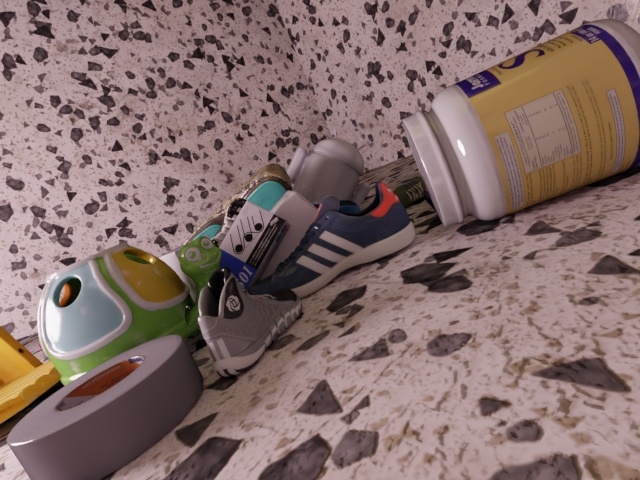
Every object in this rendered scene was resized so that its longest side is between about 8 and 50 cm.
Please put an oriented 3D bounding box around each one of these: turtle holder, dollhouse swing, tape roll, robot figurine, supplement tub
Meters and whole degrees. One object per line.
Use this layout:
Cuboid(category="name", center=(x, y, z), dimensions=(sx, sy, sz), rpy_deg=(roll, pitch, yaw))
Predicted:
Cuboid(category="turtle holder", center=(-0.338, 0.122, 0.733), dimensions=(0.320, 0.228, 0.243), rpy_deg=(-19, 10, 31))
Cuboid(category="dollhouse swing", center=(-0.721, 0.255, 0.840), dimensions=(0.305, 0.315, 0.347), rpy_deg=(-43, 6, 10))
Cuboid(category="tape roll", center=(-0.268, 0.212, 0.540), dimensions=(0.219, 0.072, 0.219), rpy_deg=(-23, 9, 4))
Cuboid(category="robot figurine", center=(0.027, -0.211, 1.478), dimensions=(0.354, 0.299, 0.200), rpy_deg=(-63, 12, 1))
Cuboid(category="supplement tub", center=(0.329, -0.176, 0.689), dimensions=(0.331, 0.241, 0.241), rpy_deg=(-22, 10, 13))

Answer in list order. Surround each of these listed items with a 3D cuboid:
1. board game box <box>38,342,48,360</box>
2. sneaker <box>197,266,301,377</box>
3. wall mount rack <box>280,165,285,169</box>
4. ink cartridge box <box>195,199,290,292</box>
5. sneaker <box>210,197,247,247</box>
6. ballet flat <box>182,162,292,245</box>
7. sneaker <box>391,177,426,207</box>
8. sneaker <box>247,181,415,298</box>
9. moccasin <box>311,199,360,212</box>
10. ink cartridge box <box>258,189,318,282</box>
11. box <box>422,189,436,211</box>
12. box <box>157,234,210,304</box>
Cuboid(category="board game box", center=(-0.527, 0.164, 1.159), dimensions=(0.390, 0.050, 0.390), rpy_deg=(-33, -2, 35))
Cuboid(category="sneaker", center=(-0.107, 0.089, 0.631), dimensions=(0.086, 0.132, 0.229), rpy_deg=(-20, 10, 22))
Cuboid(category="wall mount rack", center=(-0.165, -0.097, 1.486), dimensions=(0.304, 0.130, 0.350), rpy_deg=(-61, 12, 0))
Cuboid(category="ink cartridge box", center=(-0.156, 0.032, 0.844), dimensions=(0.207, 0.097, 0.046), rpy_deg=(-61, -14, -6))
Cuboid(category="sneaker", center=(-0.244, 0.008, 1.078), dimensions=(0.106, 0.078, 0.234), rpy_deg=(121, 172, -64))
Cuboid(category="ballet flat", center=(-0.277, -0.067, 1.344), dimensions=(0.483, 0.164, 0.182), rpy_deg=(-41, 30, 17))
Cuboid(category="sneaker", center=(0.273, -0.145, 1.185), dimensions=(0.086, 0.064, 0.192), rpy_deg=(-22, 5, 44))
Cuboid(category="sneaker", center=(0.000, 0.000, 0.804), dimensions=(0.350, 0.148, 0.131), rpy_deg=(-27, 10, -3))
Cuboid(category="moccasin", center=(-0.046, -0.037, 1.247), dimensions=(0.341, 0.138, 0.117), rpy_deg=(-11, 23, 2))
Cuboid(category="ink cartridge box", center=(-0.097, -0.012, 1.025), dimensions=(0.207, 0.117, 0.283), rpy_deg=(-49, 11, 0))
Cuboid(category="box", center=(0.328, -0.119, 1.002), dimensions=(0.136, 0.037, 0.225), rpy_deg=(-22, 8, 12))
Cuboid(category="box", center=(-0.278, 0.091, 0.927), dimensions=(0.130, 0.171, 0.091), rpy_deg=(-15, 15, 44))
